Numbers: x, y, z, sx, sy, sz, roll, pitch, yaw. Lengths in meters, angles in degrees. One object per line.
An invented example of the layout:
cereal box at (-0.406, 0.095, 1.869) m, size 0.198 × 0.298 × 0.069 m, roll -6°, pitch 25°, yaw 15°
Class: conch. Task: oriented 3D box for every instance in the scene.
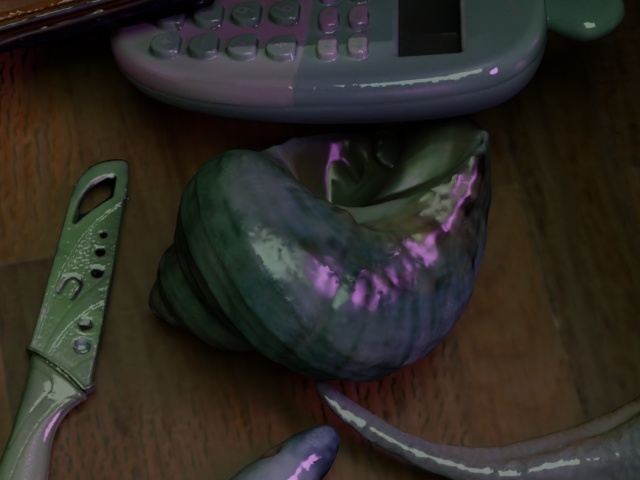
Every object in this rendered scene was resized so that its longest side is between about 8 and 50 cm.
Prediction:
conch at (0.003, 0.002, 1.024) m, size 0.188 × 0.122 × 0.175 m, roll -1°, pitch 45°, yaw -9°

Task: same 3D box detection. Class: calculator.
calculator at (0.028, -0.128, 1.082) m, size 0.299 × 0.041 × 0.185 m, roll -3°, pitch 39°, yaw 3°

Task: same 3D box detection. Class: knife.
knife at (-0.145, 0.083, 1.025) m, size 0.043 × 0.020 × 0.293 m, roll 10°, pitch 64°, yaw 0°

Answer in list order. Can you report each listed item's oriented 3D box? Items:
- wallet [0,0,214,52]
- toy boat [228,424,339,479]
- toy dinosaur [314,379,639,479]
wallet at (-0.169, -0.170, 1.090) m, size 0.196 × 0.042 × 0.161 m, roll -12°, pitch 44°, yaw -7°
toy boat at (-0.023, 0.190, 0.960) m, size 0.134 × 0.079 × 0.207 m, roll 39°, pitch 66°, yaw 8°
toy dinosaur at (0.188, 0.136, 1.001) m, size 0.393 × 0.092 × 0.205 m, roll 12°, pitch 62°, yaw 18°
